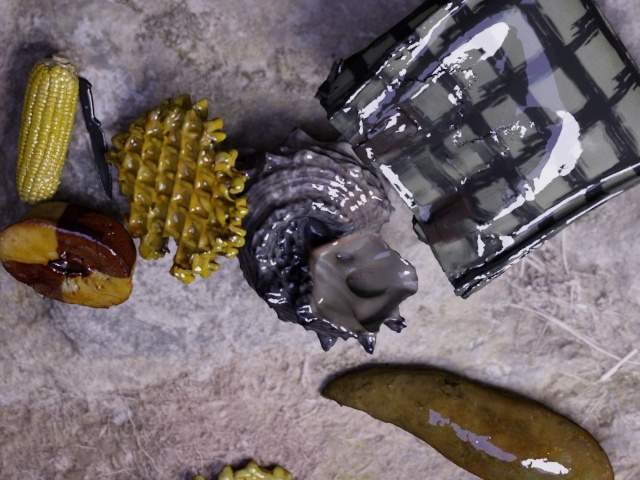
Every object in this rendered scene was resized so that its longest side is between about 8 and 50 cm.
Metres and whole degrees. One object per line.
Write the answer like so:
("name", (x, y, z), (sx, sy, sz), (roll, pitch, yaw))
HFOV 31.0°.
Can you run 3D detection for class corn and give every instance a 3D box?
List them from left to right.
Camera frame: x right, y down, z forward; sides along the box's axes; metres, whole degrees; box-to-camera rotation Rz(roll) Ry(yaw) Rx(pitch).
("corn", (-0.354, -0.143, 1.491), (0.067, 0.067, 0.206), (16, 114, 2))

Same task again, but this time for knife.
("knife", (-0.293, -0.132, 1.519), (0.023, 0.010, 0.170), (-1, 115, 15))

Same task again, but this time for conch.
("conch", (0.007, -0.005, 1.456), (0.241, 0.186, 0.313), (-30, 86, 10))

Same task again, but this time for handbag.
("handbag", (0.204, -0.146, 1.331), (0.327, 0.162, 0.325), (-36, 104, 8))

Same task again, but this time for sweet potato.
("sweet potato", (0.204, 0.253, 1.555), (0.423, 0.130, 0.130), (19, 115, 7))

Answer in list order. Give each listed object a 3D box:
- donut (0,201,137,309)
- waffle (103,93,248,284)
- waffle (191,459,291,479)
("donut", (-0.329, 0.016, 1.529), (0.184, 0.073, 0.166), (7, 137, 12))
("waffle", (-0.177, -0.064, 1.443), (0.231, 0.051, 0.228), (-29, 77, 45))
("waffle", (-0.125, 0.427, 1.707), (0.219, 0.057, 0.229), (-1, 112, 9))
